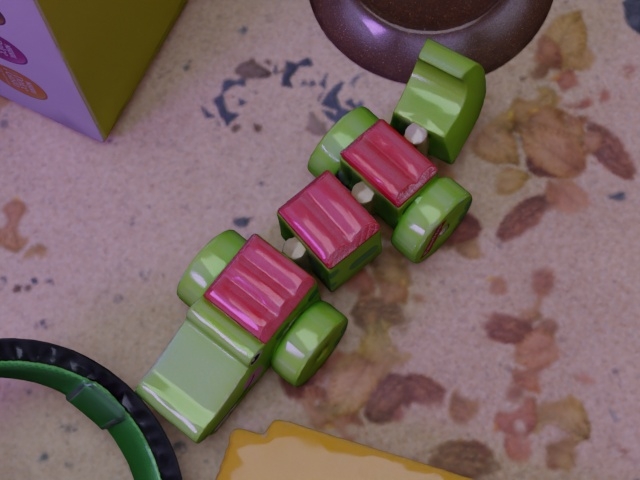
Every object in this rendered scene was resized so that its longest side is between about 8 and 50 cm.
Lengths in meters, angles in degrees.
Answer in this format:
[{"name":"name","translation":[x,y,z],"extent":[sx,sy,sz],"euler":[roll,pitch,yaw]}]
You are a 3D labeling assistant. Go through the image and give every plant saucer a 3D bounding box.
[{"name":"plant saucer","translation":[0.086,-0.218,1.310],"extent":[0.198,0.036,0.198],"euler":[-1,74,3]}]

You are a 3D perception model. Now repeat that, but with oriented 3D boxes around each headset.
[{"name":"headset","translation":[-0.243,0.236,1.090],"extent":[0.243,0.185,0.394],"euler":[41,63,-8]}]

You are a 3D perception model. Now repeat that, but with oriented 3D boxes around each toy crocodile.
[{"name":"toy crocodile","translation":[0.000,0.000,1.214],"extent":[0.115,0.105,0.340],"euler":[42,81,14]}]

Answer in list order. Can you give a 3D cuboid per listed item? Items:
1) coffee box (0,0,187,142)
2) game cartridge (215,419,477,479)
[{"name":"coffee box","translation":[-0.239,-0.332,1.210],"extent":[0.334,0.337,0.338],"euler":[26,75,11]},{"name":"game cartridge","translation":[0.027,0.308,1.153],"extent":[0.285,0.052,0.323],"euler":[17,73,9]}]
